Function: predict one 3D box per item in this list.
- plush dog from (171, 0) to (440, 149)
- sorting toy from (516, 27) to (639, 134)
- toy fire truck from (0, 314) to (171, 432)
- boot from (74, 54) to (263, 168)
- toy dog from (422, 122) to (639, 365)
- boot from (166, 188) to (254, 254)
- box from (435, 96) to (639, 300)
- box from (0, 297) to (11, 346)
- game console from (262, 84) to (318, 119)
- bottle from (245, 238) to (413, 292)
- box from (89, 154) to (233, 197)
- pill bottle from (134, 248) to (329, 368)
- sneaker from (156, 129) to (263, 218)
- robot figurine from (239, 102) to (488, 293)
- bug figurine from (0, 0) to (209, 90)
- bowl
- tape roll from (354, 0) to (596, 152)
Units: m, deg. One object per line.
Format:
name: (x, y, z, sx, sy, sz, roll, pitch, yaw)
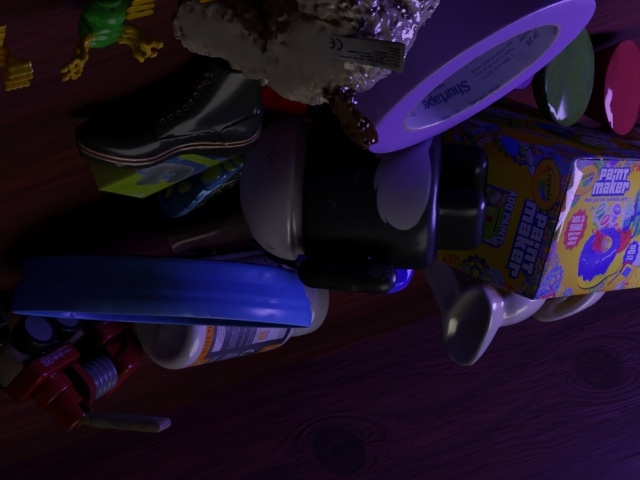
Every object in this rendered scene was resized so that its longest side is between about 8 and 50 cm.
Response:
plush dog: (0.036, -0.214, 1.461, 0.262, 0.211, 0.225, -30, -170, 46)
sorting toy: (0.268, -0.206, 2.058, 0.126, 0.127, 0.365, 8, -177, 36)
toy fire truck: (-0.315, 0.194, 2.370, 0.158, 0.246, 0.217, -45, 172, 33)
boot: (-0.150, -0.147, 1.717, 0.198, 0.077, 0.137, -10, 149, -20)
toy dog: (0.365, -0.046, 2.543, 0.408, 0.285, 0.395, -14, 149, -29)
boot: (-0.081, -0.050, 2.101, 0.206, 0.090, 0.248, -17, -173, 9)
box: (0.245, -0.062, 2.068, 0.279, 0.177, 0.290, 23, -164, 35)
box: (-0.547, 0.146, 2.356, 0.220, 0.051, 0.175, -17, 167, -11)
game console: (-0.015, -0.195, 1.797, 0.124, 0.085, 0.144, 13, 163, -3)
bottle: (0.000, 0.000, 2.210, 0.118, 0.092, 0.283, 10, -176, -39)
box: (-0.160, -0.103, 1.904, 0.178, 0.042, 0.109, -23, 168, 20)
pill bottle: (-0.131, 0.097, 2.528, 0.278, 0.162, 0.162, -8, 163, -42)
sneaker: (-0.124, -0.078, 2.006, 0.188, 0.067, 0.078, -31, 157, 32)
robot figurine: (0.048, -0.053, 1.890, 0.278, 0.174, 0.209, 3, -162, 5)
bug figurine: (-0.222, -0.190, 1.360, 0.279, 0.072, 0.216, -16, 168, -22)
bowl: (-0.206, 0.067, 2.183, 0.391, 0.077, 0.391, 2, 175, 0)
tape roll: (0.142, -0.201, 1.712, 0.274, 0.090, 0.275, -30, 168, -7)
